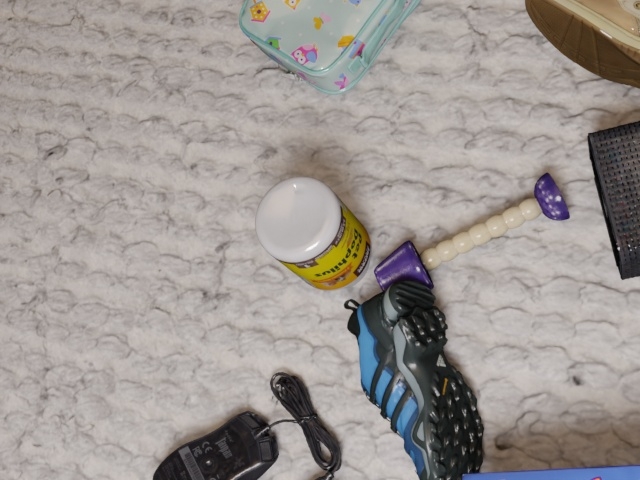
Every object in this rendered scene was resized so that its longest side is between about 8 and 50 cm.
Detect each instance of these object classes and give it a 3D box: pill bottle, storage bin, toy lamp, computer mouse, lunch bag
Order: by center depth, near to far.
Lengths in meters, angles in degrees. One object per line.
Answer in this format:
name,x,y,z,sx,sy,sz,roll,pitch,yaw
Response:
storage bin,0.408,-0.052,1.155,0.084,0.122,0.180,-14,69,15
pill bottle,0.000,0.000,1.231,0.117,0.215,0.117,-6,71,18
toy lamp,0.205,0.001,1.236,0.274,0.080,0.080,-26,66,9
computer mouse,-0.094,0.327,1.249,0.262,0.060,0.184,-36,60,-7
lunch bag,0.023,-0.373,1.403,0.224,0.108,0.279,36,89,20

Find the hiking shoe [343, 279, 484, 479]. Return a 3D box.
hiking shoe,0.125,0.210,1.199,0.132,0.113,0.304,-27,71,46

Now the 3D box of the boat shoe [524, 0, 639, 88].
boat shoe,0.445,-0.279,1.226,0.341,0.121,0.110,33,81,15

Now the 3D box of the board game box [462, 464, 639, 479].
board game box,0.310,0.352,0.901,0.347,0.078,0.233,-13,56,34
